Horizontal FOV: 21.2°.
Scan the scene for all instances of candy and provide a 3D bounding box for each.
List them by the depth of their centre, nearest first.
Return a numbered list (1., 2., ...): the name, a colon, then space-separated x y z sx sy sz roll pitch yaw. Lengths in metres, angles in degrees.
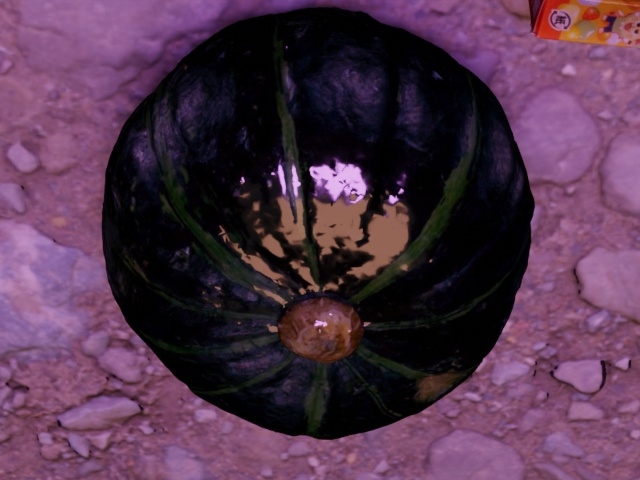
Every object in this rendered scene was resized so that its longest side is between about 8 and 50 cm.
1. candy: 0.199 -0.161 1.129 0.122 0.062 0.038 5 134 -6

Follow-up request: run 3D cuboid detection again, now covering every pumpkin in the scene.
1. pumpkin: 0.000 0.000 1.160 0.315 0.238 0.315 2 131 2
